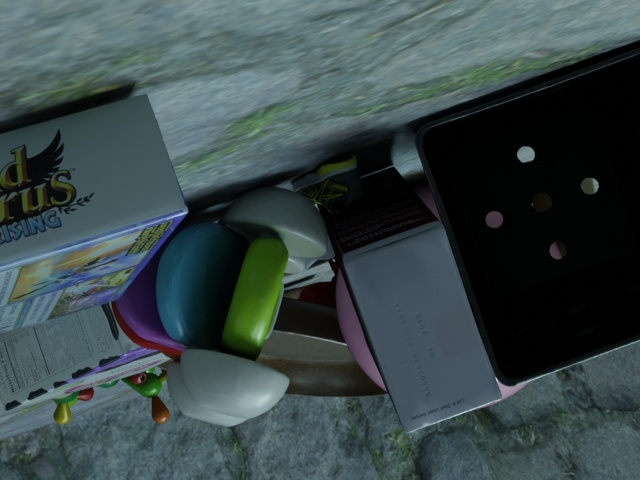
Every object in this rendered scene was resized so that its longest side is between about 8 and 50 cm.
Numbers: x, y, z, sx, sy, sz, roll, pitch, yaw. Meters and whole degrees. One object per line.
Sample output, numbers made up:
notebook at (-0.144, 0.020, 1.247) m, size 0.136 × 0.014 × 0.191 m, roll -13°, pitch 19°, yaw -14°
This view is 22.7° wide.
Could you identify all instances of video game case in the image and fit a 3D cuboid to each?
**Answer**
video game case at (-0.207, 0.020, 0.780) m, size 0.244 × 0.061 × 0.269 m, roll -17°, pitch 174°, yaw -17°

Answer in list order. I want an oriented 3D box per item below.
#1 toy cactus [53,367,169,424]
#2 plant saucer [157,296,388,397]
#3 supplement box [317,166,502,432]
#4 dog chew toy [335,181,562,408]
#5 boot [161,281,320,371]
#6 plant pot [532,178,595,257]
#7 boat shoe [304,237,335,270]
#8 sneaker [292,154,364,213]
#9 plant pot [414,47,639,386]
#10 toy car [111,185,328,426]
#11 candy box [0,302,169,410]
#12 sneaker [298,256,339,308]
toy cactus at (-0.267, 0.163, 1.823) m, size 0.181 × 0.112 × 0.219 m, roll -1°, pitch 172°, yaw -42°
plant saucer at (-0.052, 0.109, 1.678) m, size 0.311 × 0.050 × 0.310 m, roll 7°, pitch 165°, yaw 2°
supplement box at (0.057, 0.034, 1.142) m, size 0.073 × 0.130 × 0.239 m, roll -20°, pitch -167°, yaw -1°
dog chew toy at (0.114, 0.047, 1.497) m, size 0.207 × 0.206 × 0.332 m, roll -20°, pitch -178°, yaw -1°
boot at (-0.098, 0.144, 2.070) m, size 0.220 × 0.109 × 0.283 m, roll -20°, pitch 172°, yaw -9°
plant pot at (0.213, -0.023, 1.628) m, size 0.096 × 0.109 × 0.109 m, roll -8°, pitch -176°, yaw 45°
boat shoe at (0.000, 0.000, 1.468) m, size 0.035 × 0.035 × 0.100 m, roll -47°, pitch -176°, yaw -27°
sneaker at (0.005, -0.033, 1.125) m, size 0.031 × 0.035 × 0.083 m, roll -17°, pitch 174°, yaw -23°
plant pot at (0.174, -0.022, 1.149) m, size 0.188 × 0.187 × 0.167 m, roll -20°, pitch -176°, yaw -2°
toy car at (-0.081, 0.039, 1.125) m, size 0.136 × 0.159 × 0.182 m, roll 18°, pitch 167°, yaw -8°
candy box at (-0.170, 0.075, 1.383) m, size 0.165 × 0.070 × 0.196 m, roll -14°, pitch 172°, yaw -44°
sneaker at (0.035, 0.044, 1.762) m, size 0.087 × 0.128 × 0.221 m, roll -43°, pitch -150°, yaw -28°
